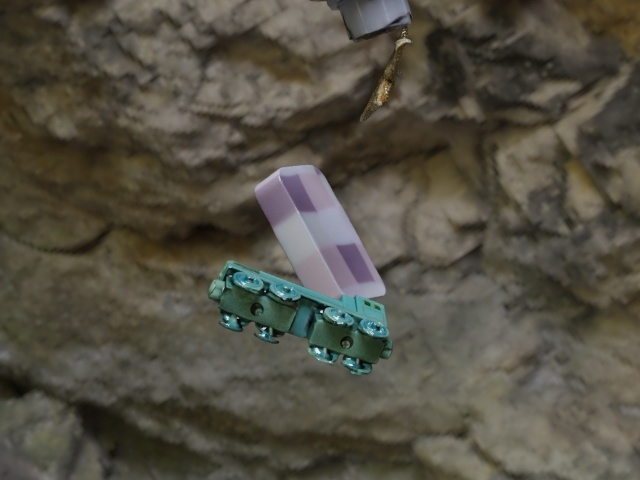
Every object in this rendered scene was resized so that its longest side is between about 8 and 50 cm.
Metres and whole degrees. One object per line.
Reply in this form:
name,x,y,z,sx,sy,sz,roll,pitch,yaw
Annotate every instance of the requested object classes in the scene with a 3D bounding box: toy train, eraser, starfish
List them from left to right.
toy train,-0.009,0.033,0.659,0.092,0.029,0.045,21,22,-12
eraser,0.000,0.000,0.955,0.065,0.026,0.105,-12,70,-59
starfish,0.043,-0.106,0.950,0.016,0.086,0.092,28,-43,-2

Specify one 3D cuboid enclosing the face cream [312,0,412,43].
face cream,-0.010,-0.302,0.931,0.105,0.105,0.349,156,-84,-85
